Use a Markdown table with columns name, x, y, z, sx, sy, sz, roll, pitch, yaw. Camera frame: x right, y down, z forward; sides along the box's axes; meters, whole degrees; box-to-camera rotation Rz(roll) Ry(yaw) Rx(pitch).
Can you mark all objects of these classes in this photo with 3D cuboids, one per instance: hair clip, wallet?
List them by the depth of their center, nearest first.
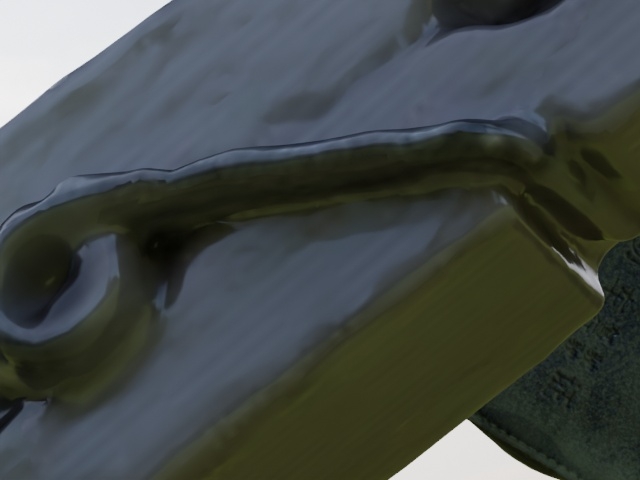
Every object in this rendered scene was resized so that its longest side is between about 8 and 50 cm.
| name | x | y | z | sx | sy | sz | roll | pitch | yaw |
| --- | --- | --- | --- | --- | --- | --- | --- | --- | --- |
| hair clip | -0.011 | 0.001 | 0.386 | 0.331 | 0.101 | 0.085 | -38 | -34 | 11 |
| wallet | 0.203 | 0.057 | 1.148 | 0.222 | 0.167 | 0.036 | -59 | -12 | 7 |
